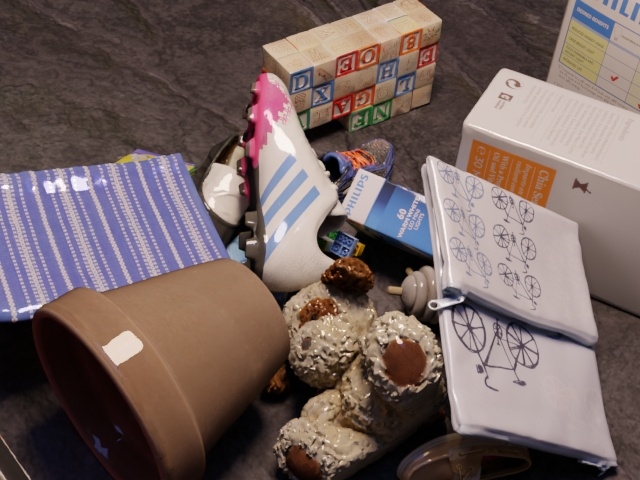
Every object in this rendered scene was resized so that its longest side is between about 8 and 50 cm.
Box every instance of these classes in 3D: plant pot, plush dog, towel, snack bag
[{"bbox_3d":[-0.163,0.139,1.150,0.229,0.263,0.263,-31,55,-30],"label":"plant pot"},{"bbox_3d":[0.040,0.145,1.228,0.211,0.262,0.225,1,44,-55],"label":"plush dog"},{"bbox_3d":[-0.295,-0.013,1.265,0.336,0.040,0.243,-9,50,-27],"label":"towel"},{"bbox_3d":[0.245,0.093,1.203,0.323,0.037,0.342,21,56,-40],"label":"snack bag"}]

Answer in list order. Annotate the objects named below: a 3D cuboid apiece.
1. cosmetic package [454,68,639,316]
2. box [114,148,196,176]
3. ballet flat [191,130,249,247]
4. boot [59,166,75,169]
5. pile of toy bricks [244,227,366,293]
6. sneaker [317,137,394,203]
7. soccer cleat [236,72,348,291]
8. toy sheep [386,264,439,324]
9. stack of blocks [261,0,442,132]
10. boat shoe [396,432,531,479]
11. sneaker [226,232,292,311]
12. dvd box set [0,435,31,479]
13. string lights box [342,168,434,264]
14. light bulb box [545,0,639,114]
[{"bbox_3d":[0.419,-0.046,1.422,0.453,0.230,0.161,22,48,17],"label":"cosmetic package"},{"bbox_3d":[-0.266,-0.083,1.479,0.105,0.043,0.179,16,26,10],"label":"box"},{"bbox_3d":[-0.141,-0.082,1.454,0.095,0.096,0.280,39,30,-20],"label":"ballet flat"},{"bbox_3d":[-0.413,-0.001,1.405,0.258,0.095,0.123,-32,66,-26],"label":"boot"},{"bbox_3d":[0.000,0.000,1.439,0.212,0.118,0.105,28,10,35],"label":"pile of toy bricks"},{"bbox_3d":[0.037,-0.103,1.538,0.083,0.087,0.221,36,52,26],"label":"sneaker"},{"bbox_3d":[-0.038,-0.077,1.357,0.143,0.116,0.331,5,62,-13],"label":"soccer cleat"},{"bbox_3d":[0.154,0.074,1.377,0.132,0.091,0.091,1,45,-13],"label":"toy sheep"},{"bbox_3d":[0.050,-0.273,1.650,0.297,0.171,0.087,-23,52,-25],"label":"stack of blocks"},{"bbox_3d":[0.177,0.268,1.199,0.170,0.063,0.059,-12,42,-18],"label":"boat shoe"},{"bbox_3d":[-0.094,0.059,1.394,0.073,0.063,0.162,-31,46,-17],"label":"sneaker"},{"bbox_3d":[-0.374,0.380,0.808,0.420,0.062,0.307,-33,98,-4],"label":"dvd box set"},{"bbox_3d":[0.167,-0.008,1.415,0.260,0.133,0.076,24,87,18],"label":"string lights box"},{"bbox_3d":[0.552,-0.229,1.521,0.225,0.361,0.358,-32,56,-31],"label":"light bulb box"}]
